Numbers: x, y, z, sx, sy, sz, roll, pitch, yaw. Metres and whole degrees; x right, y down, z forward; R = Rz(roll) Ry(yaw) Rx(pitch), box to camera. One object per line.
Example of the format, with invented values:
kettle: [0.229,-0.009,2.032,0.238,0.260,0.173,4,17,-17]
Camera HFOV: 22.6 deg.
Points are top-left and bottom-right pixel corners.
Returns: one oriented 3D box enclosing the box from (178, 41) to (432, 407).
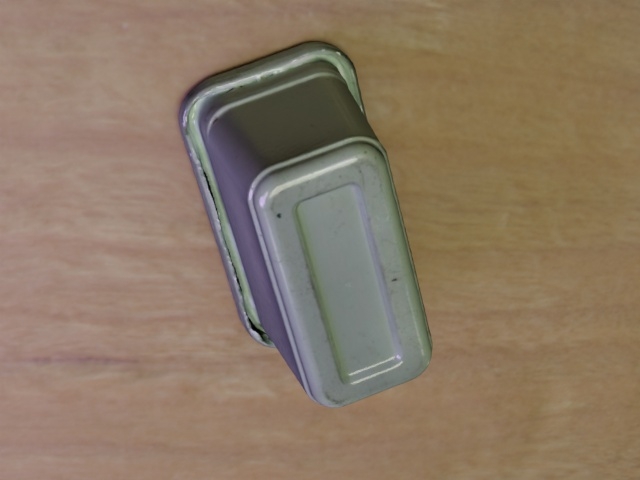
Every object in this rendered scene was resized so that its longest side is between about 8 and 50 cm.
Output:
box: [0.000,0.000,1.498,0.175,0.182,0.312,-20,124,-7]
